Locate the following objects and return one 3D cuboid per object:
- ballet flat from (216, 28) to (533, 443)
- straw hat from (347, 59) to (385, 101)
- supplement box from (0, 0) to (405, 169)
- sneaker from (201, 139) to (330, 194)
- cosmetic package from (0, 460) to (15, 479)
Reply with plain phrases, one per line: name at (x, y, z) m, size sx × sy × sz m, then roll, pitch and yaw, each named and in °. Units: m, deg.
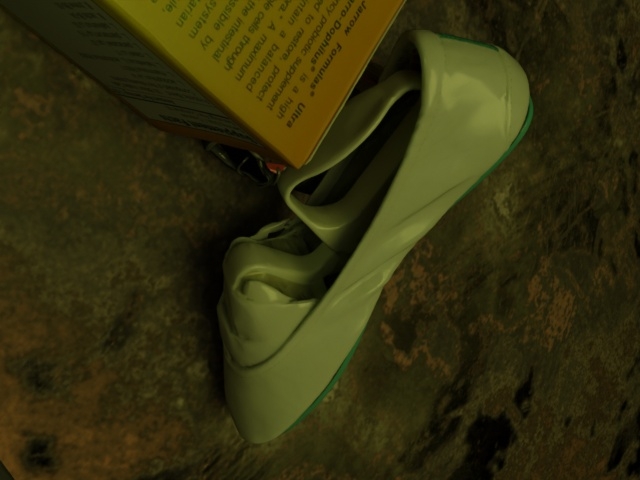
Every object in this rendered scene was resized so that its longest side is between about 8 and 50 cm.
ballet flat at (0.000, 0.000, 0.614) m, size 0.139 × 0.139 × 0.400 m, roll 17°, pitch 118°, yaw -42°
straw hat at (0.013, -0.120, 0.674) m, size 0.144 × 0.145 × 0.061 m, roll 52°, pitch 30°, yaw -38°
supplement box at (-0.126, -0.227, 0.440) m, size 0.356 × 0.194 × 0.195 m, roll 38°, pitch 78°, yaw -41°
sneaker at (-0.042, -0.063, 0.640) m, size 0.158 × 0.061 × 0.064 m, roll 25°, pitch 43°, yaw -33°
cosmetic package at (-0.303, 0.156, 0.393) m, size 0.224 × 0.225 × 0.138 m, roll -48°, pitch 131°, yaw -18°
